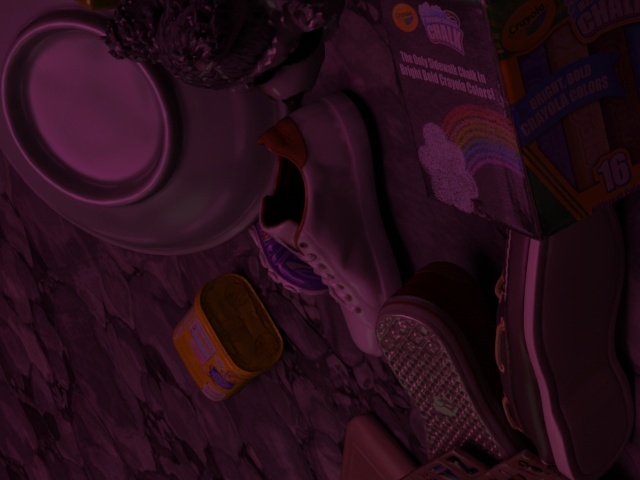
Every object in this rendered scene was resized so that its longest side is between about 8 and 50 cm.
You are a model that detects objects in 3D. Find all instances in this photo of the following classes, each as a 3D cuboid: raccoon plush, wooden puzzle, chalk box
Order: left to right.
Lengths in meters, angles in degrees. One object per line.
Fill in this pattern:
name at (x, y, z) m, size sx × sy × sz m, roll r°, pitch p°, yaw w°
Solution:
raccoon plush at (-0.076, -0.328, 1.449) m, size 0.446 × 0.299 × 0.216 m, roll 64°, pitch 155°, yaw -3°
wooden puzzle at (0.097, 0.337, 2.105) m, size 0.221 × 0.044 × 0.238 m, roll 48°, pitch 147°, yaw 29°
chalk box at (0.130, -0.132, 1.165) m, size 0.132 × 0.132 × 0.213 m, roll 25°, pitch 135°, yaw 56°

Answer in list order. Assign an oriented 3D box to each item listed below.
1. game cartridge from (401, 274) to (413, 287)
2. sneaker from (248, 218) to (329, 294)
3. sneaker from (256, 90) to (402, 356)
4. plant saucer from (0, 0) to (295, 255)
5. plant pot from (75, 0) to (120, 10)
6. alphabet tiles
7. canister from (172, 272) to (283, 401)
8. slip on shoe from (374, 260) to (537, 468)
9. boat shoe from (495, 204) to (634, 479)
game cartridge at (0.108, 0.079, 1.848) m, size 0.083 × 0.017 × 0.056 m, roll 48°, pitch 148°, yaw 28°
sneaker at (-0.039, -0.014, 1.976) m, size 0.170 × 0.068 × 0.071 m, roll 53°, pitch 143°, yaw 14°
sneaker at (0.000, 0.000, 1.835) m, size 0.106 × 0.123 × 0.290 m, roll 34°, pitch 143°, yaw 58°
plant saucer at (-0.223, -0.149, 1.932) m, size 0.400 × 0.100 × 0.400 m, roll 13°, pitch 122°, yaw 22°
plant pot at (-0.164, -0.357, 1.670) m, size 0.227 × 0.228 × 0.207 m, roll 40°, pitch 133°, yaw 39°
alphabet tiles at (0.196, 0.256, 1.753) m, size 0.198 × 0.009 × 0.237 m, roll 31°, pitch 154°, yaw -6°
canister at (-0.118, 0.123, 2.249) m, size 0.126 × 0.073 × 0.170 m, roll 59°, pitch 156°, yaw 7°
slip on shoe at (0.152, 0.154, 1.757) m, size 0.123 × 0.101 × 0.331 m, roll 5°, pitch 135°, yaw 37°
boat shoe at (0.196, 0.068, 1.560) m, size 0.097 × 0.116 × 0.324 m, roll 32°, pitch 148°, yaw 42°
